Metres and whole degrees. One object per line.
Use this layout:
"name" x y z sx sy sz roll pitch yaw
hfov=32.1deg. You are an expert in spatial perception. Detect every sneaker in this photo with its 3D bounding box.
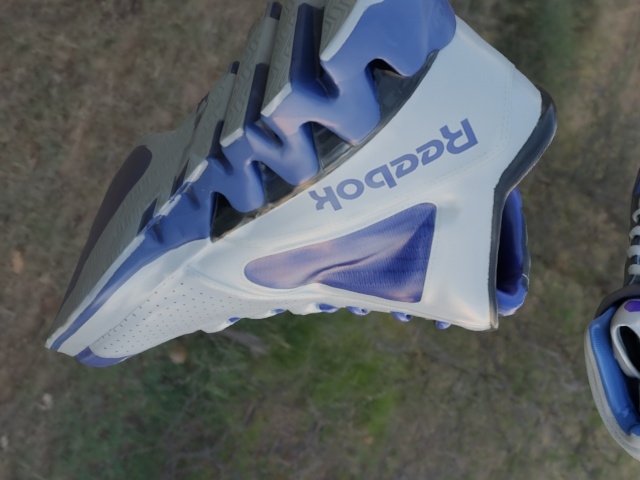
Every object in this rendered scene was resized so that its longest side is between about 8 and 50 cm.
"sneaker" 0.309 0.035 0.960 0.236 0.130 0.322 9 84 -61
"sneaker" 0.001 -0.001 0.560 0.315 0.182 0.127 -38 -151 42
